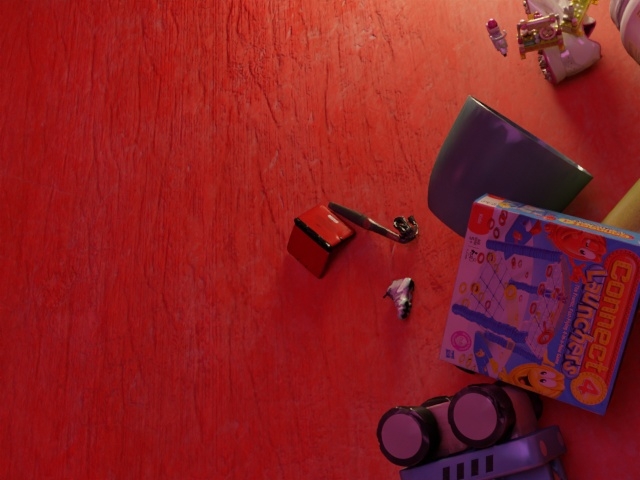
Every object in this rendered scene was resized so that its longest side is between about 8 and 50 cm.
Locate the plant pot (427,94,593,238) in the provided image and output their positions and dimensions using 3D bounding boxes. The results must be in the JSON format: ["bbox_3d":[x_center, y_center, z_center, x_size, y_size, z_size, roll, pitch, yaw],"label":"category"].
[{"bbox_3d":[0.354,-0.113,1.707,0.293,0.293,0.235,45,109,39],"label":"plant pot"}]

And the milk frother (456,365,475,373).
[{"bbox_3d":[0.326,0.194,1.690,0.135,0.129,0.143,-28,13,-24],"label":"milk frother"}]

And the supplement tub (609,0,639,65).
[{"bbox_3d":[0.727,-0.391,1.622,0.235,0.235,0.324,-35,53,14],"label":"supplement tub"}]

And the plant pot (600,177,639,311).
[{"bbox_3d":[0.622,-0.010,1.510,0.254,0.276,0.276,-46,50,21],"label":"plant pot"}]

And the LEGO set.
[{"bbox_3d":[0.492,-0.485,1.781,0.287,0.107,0.132,-31,64,6],"label":"LEGO set"}]

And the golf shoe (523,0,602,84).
[{"bbox_3d":[0.531,-0.493,1.891,0.140,0.115,0.306,-17,67,16],"label":"golf shoe"}]

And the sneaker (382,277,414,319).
[{"bbox_3d":[0.165,0.129,1.861,0.069,0.038,0.098,-3,57,34],"label":"sneaker"}]

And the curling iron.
[{"bbox_3d":[0.120,-0.047,1.979,0.274,0.035,0.068,18,57,43],"label":"curling iron"}]

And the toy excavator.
[{"bbox_3d":[0.366,0.457,1.479,0.433,0.222,0.445,-23,76,27],"label":"toy excavator"}]

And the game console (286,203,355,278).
[{"bbox_3d":[0.000,0.000,2.042,0.124,0.085,0.144,-32,48,-21],"label":"game console"}]

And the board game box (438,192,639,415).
[{"bbox_3d":[0.387,0.106,1.478,0.302,0.086,0.308,16,108,23],"label":"board game box"}]
